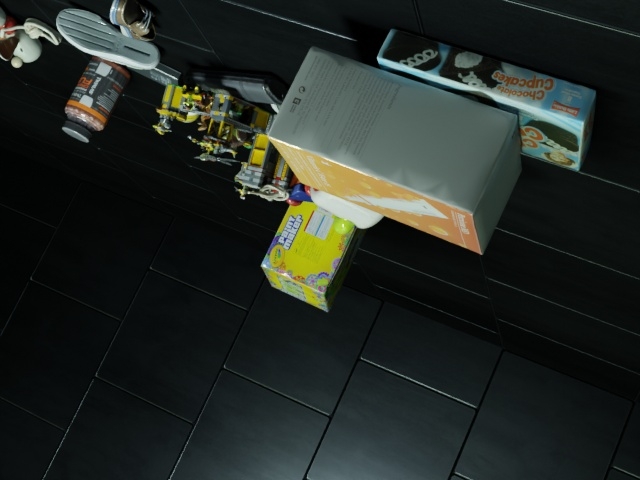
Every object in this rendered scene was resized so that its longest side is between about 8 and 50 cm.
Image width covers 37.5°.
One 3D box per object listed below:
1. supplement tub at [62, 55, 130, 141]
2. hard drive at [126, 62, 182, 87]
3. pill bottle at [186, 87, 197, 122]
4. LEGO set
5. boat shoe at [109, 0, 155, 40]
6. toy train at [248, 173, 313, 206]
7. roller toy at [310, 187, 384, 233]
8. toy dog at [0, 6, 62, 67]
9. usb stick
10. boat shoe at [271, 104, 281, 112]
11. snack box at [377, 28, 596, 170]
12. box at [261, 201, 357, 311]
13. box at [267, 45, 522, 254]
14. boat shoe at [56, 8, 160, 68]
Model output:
[{"bbox_3d":[-0.543,-0.337,2.265,0.106,0.198,0.106,23,168,5],"label":"supplement tub"},{"bbox_3d":[-0.379,-0.386,2.136,0.135,0.022,0.094,26,169,-3],"label":"hard drive"},{"bbox_3d":[-0.304,-0.317,2.186,0.065,0.065,0.116,27,168,-9],"label":"pill bottle"},{"bbox_3d":[-0.204,-0.198,2.036,0.255,0.192,0.331,15,179,30],"label":"LEGO set"},{"bbox_3d":[-0.350,-0.428,1.798,0.066,0.066,0.183,20,179,2],"label":"boat shoe"},{"bbox_3d":[-0.037,-0.151,2.004,0.248,0.143,0.105,8,164,-29],"label":"toy train"},{"bbox_3d":[0.073,-0.136,1.885,0.146,0.209,0.191,28,144,-17],"label":"roller toy"},{"bbox_3d":[-0.794,-0.489,2.200,0.334,0.161,0.220,34,166,-37],"label":"toy dog"},{"bbox_3d":[-0.177,-0.319,1.948,0.278,0.045,0.077,15,166,44],"label":"usb stick"},{"bbox_3d":[-0.044,-0.255,1.955,0.142,0.049,0.040,36,164,-36],"label":"boat shoe"},{"bbox_3d":[0.256,-0.214,1.450,0.322,0.060,0.187,21,169,19],"label":"snack box"},{"bbox_3d":[0.000,0.000,2.411,0.177,0.290,0.279,23,168,8],"label":"box"},{"bbox_3d":[0.124,-0.139,1.489,0.345,0.168,0.215,22,170,19],"label":"box"},{"bbox_3d":[-0.452,-0.414,2.005,0.226,0.083,0.076,26,168,-8],"label":"boat shoe"}]
